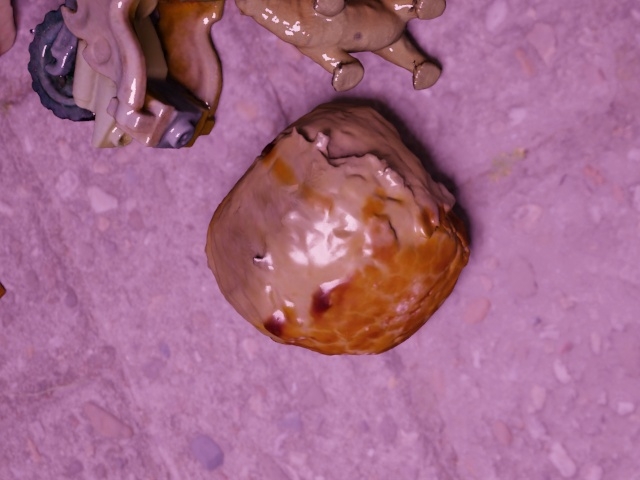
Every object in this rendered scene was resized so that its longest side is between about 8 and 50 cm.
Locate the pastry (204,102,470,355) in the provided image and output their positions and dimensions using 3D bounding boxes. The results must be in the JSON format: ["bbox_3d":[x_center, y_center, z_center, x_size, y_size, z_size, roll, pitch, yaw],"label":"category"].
[{"bbox_3d":[0.000,0.010,0.905,0.237,0.170,0.256,49,115,11],"label":"pastry"}]

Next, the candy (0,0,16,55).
[{"bbox_3d":[-0.428,-0.319,0.951,0.135,0.321,0.179,-35,77,-19],"label":"candy"}]

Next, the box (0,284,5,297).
[{"bbox_3d":[-0.616,-0.016,1.158,0.264,0.116,0.415,-41,82,21],"label":"box"}]

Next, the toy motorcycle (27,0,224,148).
[{"bbox_3d":[-0.147,-0.265,0.929,0.237,0.168,0.410,43,115,17],"label":"toy motorcycle"}]

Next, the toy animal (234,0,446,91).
[{"bbox_3d":[0.021,-0.204,0.860,0.101,0.218,0.103,44,130,36],"label":"toy animal"}]
